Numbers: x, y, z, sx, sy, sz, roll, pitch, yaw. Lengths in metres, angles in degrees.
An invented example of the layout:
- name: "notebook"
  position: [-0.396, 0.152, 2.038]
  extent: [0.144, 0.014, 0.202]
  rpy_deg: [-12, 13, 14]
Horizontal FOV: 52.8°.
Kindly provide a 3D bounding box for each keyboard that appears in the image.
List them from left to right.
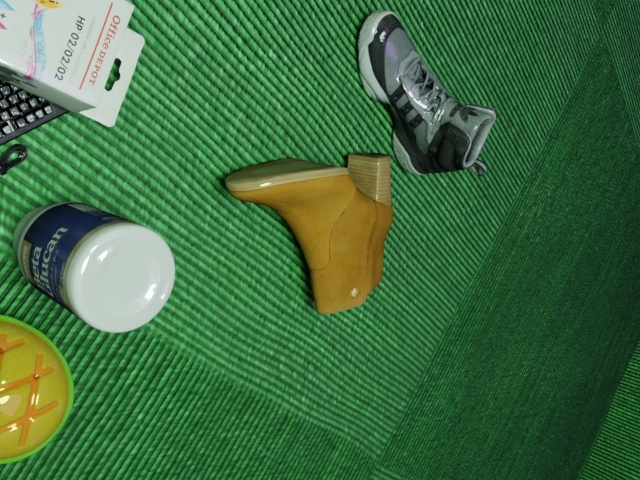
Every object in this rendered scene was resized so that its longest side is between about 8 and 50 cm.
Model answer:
- name: "keyboard"
  position: [-0.304, -0.099, 0.571]
  extent: [0.180, 0.023, 0.108]
  rpy_deg: [-38, 126, -30]

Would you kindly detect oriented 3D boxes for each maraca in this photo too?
- name: "maraca"
  position: [-0.313, 0.121, 0.581]
  extent: [0.186, 0.099, 0.127]
  rpy_deg: [43, 64, -16]

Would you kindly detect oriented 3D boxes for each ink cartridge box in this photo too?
- name: "ink cartridge box"
  position: [-0.236, -0.182, 0.561]
  extent: [0.181, 0.062, 0.104]
  rpy_deg: [23, 79, -39]

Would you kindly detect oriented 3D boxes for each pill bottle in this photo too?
- name: "pill bottle"
  position: [-0.215, 0.016, 0.587]
  extent: [0.094, 0.169, 0.094]
  rpy_deg: [-15, 112, -41]

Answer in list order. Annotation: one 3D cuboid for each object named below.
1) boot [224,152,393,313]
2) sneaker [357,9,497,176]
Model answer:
- name: "boot"
  position: [0.000, 0.000, 0.844]
  extent: [0.295, 0.104, 0.211]
  rpy_deg: [-13, 111, -46]
- name: "sneaker"
  position: [0.158, -0.199, 0.901]
  extent: [0.101, 0.153, 0.268]
  rpy_deg: [-48, 131, -24]
